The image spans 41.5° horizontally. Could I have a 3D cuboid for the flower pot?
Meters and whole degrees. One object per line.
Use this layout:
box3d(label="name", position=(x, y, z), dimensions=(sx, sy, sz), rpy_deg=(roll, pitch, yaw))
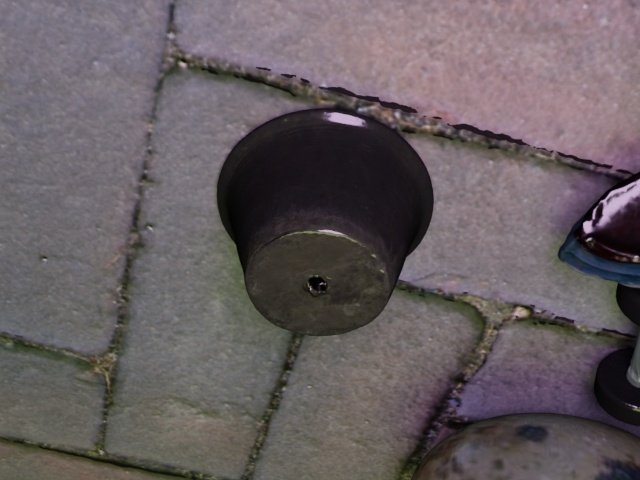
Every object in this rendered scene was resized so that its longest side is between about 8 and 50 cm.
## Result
box3d(label="flower pot", position=(0.000, 0.000, 0.865), dimensions=(0.235, 0.148, 0.235), rpy_deg=(2, 129, 3))

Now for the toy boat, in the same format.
box3d(label="toy boat", position=(0.390, -0.024, 0.841), dimensions=(0.309, 0.129, 0.142), rpy_deg=(-16, 161, 20))

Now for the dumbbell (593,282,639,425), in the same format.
box3d(label="dumbbell", position=(0.377, 0.117, 0.965), dimensions=(0.100, 0.100, 0.191), rpy_deg=(0, 128, 4))

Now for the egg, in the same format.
box3d(label="egg", position=(0.303, 0.387, 1.042), dimensions=(0.428, 0.345, 0.345), rpy_deg=(31, 127, -1))
